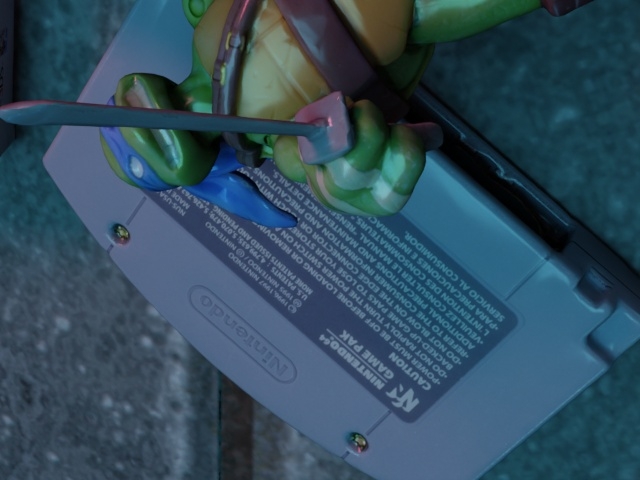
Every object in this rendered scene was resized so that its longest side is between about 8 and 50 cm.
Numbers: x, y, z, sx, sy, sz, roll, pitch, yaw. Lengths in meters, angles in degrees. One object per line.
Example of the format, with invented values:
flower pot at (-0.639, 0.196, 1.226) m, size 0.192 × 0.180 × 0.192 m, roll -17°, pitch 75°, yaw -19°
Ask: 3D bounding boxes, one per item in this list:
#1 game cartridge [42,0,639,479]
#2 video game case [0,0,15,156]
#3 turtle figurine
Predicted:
game cartridge at (0.000, 0.000, 0.637) m, size 0.297 × 0.062 × 0.198 m, roll 42°, pitch 129°, yaw 1°
video game case at (-0.301, -0.175, 0.648) m, size 0.269 × 0.061 × 0.244 m, roll 11°, pitch 122°, yaw 3°
turtle figurine at (0.011, -0.118, 0.431) m, size 0.266 × 0.198 × 0.274 m, roll -31°, pitch 132°, yaw 3°
